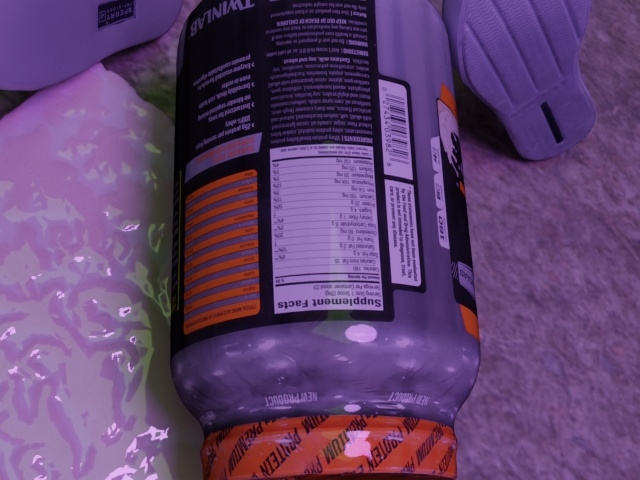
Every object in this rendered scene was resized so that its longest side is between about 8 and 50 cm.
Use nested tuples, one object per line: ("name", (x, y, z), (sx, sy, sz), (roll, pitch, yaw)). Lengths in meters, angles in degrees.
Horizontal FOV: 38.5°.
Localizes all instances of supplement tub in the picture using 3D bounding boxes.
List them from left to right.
("supplement tub", (0.000, 0.000, 0.597), (0.194, 0.193, 0.315), (3, 69, -13))

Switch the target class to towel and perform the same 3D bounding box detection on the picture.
("towel", (-0.158, 0.063, 0.663), (0.332, 0.053, 0.317), (41, 64, 3))

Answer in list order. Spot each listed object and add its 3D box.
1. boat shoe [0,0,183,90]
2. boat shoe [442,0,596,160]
("boat shoe", (-0.203, -0.182, 0.677), (0.088, 0.096, 0.267), (19, 32, 18))
("boat shoe", (0.148, -0.160, 0.721), (0.109, 0.302, 0.094), (-29, 62, 7))
